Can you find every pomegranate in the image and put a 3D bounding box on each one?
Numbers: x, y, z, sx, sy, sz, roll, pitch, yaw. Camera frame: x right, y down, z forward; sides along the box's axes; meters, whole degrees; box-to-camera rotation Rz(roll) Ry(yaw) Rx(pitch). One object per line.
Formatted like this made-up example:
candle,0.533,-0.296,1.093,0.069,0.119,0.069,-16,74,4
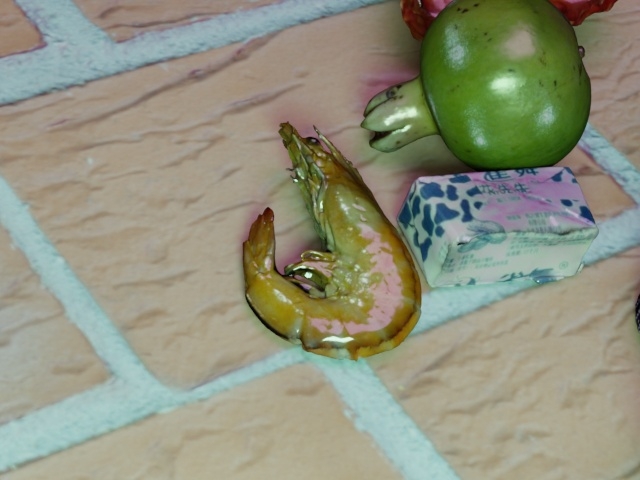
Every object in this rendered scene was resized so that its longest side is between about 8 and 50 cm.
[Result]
pomegranate,0.150,-0.134,1.509,0.210,0.179,0.179,-39,61,-8

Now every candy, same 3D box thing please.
candy,0.159,-0.012,1.463,0.160,0.073,0.092,-5,49,-21

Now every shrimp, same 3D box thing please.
shrimp,0.000,0.000,1.414,0.150,0.068,0.248,-5,52,-14

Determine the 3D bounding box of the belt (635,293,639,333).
belt,0.443,0.063,1.437,0.325,0.122,0.260,8,39,-6

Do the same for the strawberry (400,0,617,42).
strawberry,0.185,-0.295,1.723,0.265,0.149,0.336,37,56,3
